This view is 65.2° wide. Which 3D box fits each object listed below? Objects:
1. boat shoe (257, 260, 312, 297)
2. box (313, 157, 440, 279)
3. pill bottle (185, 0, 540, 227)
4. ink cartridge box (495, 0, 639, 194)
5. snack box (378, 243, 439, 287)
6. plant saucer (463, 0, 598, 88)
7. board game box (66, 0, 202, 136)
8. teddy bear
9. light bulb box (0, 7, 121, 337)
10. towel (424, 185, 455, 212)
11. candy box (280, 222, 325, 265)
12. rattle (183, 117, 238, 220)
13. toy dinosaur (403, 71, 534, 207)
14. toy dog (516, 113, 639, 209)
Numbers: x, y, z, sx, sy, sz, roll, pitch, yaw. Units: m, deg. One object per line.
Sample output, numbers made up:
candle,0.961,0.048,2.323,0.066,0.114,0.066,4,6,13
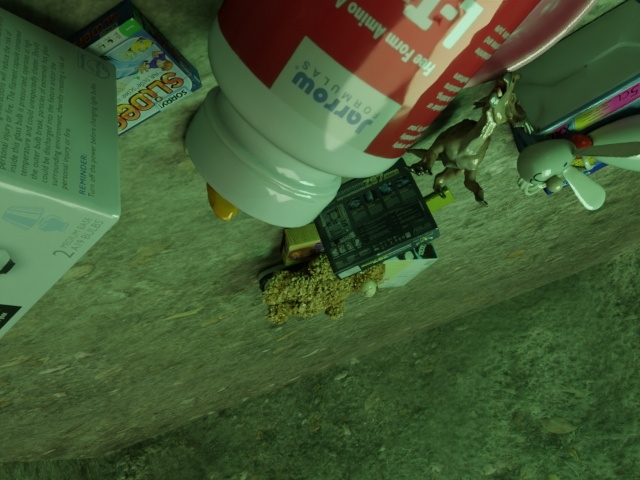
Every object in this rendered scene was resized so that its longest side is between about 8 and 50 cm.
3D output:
boat shoe,-0.041,0.089,1.342,0.255,0.079,0.095,-18,152,-8
box,0.107,-0.046,1.055,0.233,0.183,0.059,-25,156,7
pill bottle,0.042,-0.210,0.464,0.229,0.229,0.407,6,134,-45
ink cartridge box,0.544,-0.252,1.018,0.270,0.151,0.395,-29,156,19
snack box,0.186,0.083,1.527,0.322,0.060,0.187,-1,148,-37
plant saucer,0.232,-0.346,0.656,0.332,0.084,0.332,-17,154,-8
board game box,-0.273,-0.195,0.634,0.201,0.035,0.136,-26,155,13
teddy bear,0.014,0.122,1.249,0.338,0.113,0.245,-3,128,-25
light bulb box,-0.451,-0.070,0.482,0.358,0.225,0.361,-36,144,30
towel,0.236,-0.066,1.314,0.237,0.021,0.102,-29,160,16
candy box,0.000,0.000,1.224,0.187,0.053,0.109,-11,154,-17
rattle,-0.114,-0.146,0.744,0.200,0.142,0.130,-29,136,31
toy dinosaur,0.268,-0.182,0.905,0.200,0.127,0.296,-57,-168,1
toy dog,0.529,-0.132,0.876,0.334,0.161,0.220,-25,154,11
